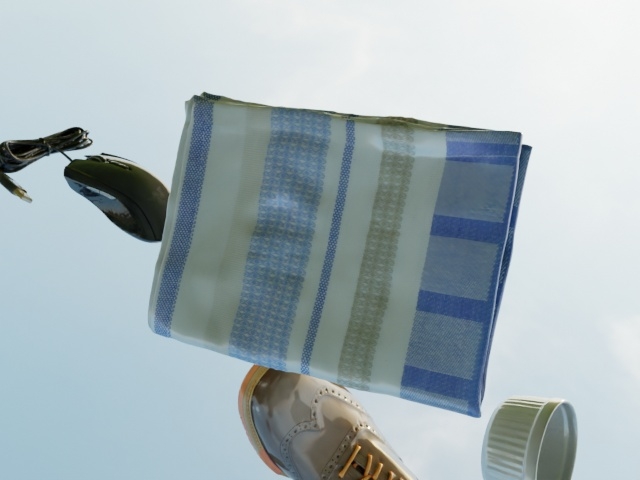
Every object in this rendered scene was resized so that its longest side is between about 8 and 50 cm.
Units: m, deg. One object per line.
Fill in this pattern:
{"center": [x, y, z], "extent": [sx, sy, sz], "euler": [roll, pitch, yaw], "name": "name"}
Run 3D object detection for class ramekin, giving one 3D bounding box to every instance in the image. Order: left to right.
{"center": [0.369, 0.373, 1.314], "extent": [0.109, 0.207, 0.207], "euler": [6, -143, 38], "name": "ramekin"}

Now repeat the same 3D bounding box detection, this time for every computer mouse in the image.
{"center": [-0.311, -0.080, 0.993], "extent": [0.262, 0.060, 0.184], "euler": [38, -144, 20], "name": "computer mouse"}

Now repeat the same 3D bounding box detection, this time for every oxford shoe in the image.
{"center": [0.042, 0.253, 0.848], "extent": [0.132, 0.364, 0.130], "euler": [14, -120, 49], "name": "oxford shoe"}

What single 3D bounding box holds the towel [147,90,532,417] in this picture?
{"center": [0.000, 0.000, 0.563], "extent": [0.284, 0.209, 0.034], "euler": [11, 179, 23], "name": "towel"}
